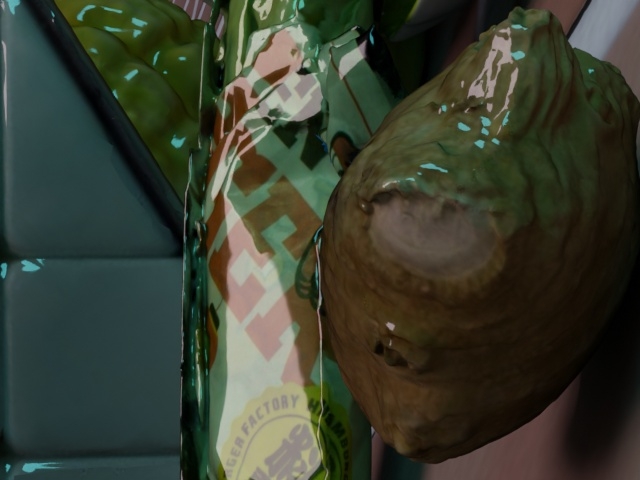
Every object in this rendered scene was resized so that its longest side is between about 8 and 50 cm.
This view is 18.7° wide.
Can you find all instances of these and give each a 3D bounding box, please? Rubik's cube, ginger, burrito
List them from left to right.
[{"bbox_3d":[-0.164,0.051,0.803,0.231,0.221,0.224,-32,0,-13],"label":"Rubik's cube"},{"bbox_3d":[0.000,0.000,0.600,0.104,0.054,0.288,-19,64,48],"label":"burrito"},{"bbox_3d":[0.036,0.005,0.454,0.165,0.067,0.096,54,-128,-85],"label":"ginger"}]

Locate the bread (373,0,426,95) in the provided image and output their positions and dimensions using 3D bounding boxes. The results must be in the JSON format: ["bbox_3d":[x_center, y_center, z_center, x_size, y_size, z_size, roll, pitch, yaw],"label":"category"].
[{"bbox_3d":[-0.005,-0.042,0.759,0.130,0.071,0.139,-137,63,-85],"label":"bread"}]

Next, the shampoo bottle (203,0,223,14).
[{"bbox_3d":[0.023,-0.172,0.709,0.072,0.049,0.212,24,83,51],"label":"shampoo bottle"}]

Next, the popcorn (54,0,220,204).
[{"bbox_3d":[-0.143,-0.004,1.067,0.258,0.224,0.270,-58,-16,-53],"label":"popcorn"}]

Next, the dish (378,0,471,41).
[{"bbox_3d":[0.055,-0.129,0.640,0.091,0.039,0.137,134,148,-72],"label":"dish"}]
